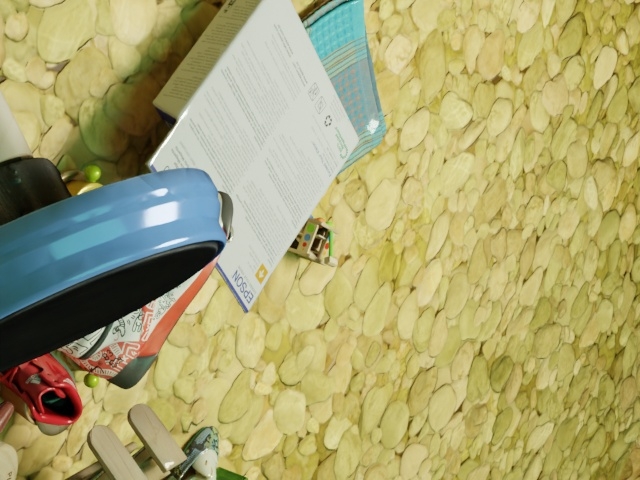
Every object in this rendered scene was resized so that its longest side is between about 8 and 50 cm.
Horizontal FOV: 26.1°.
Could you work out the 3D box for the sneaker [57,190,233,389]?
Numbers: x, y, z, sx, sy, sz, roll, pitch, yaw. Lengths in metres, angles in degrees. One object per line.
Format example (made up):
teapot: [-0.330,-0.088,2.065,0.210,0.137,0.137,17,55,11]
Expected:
sneaker: [-0.222,0.032,1.643,0.145,0.090,0.270,33,84,-27]

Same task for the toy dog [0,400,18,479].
toy dog: [-0.393,0.303,1.507,0.161,0.220,0.333,-39,162,-53]

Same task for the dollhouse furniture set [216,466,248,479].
dollhouse furniture set: [-0.135,0.420,2.101,0.076,0.059,0.151,-29,126,-44]

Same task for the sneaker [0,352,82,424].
sneaker: [-0.348,0.128,1.572,0.221,0.128,0.087,42,80,-26]

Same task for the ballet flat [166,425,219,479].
ballet flat: [-0.188,0.354,1.997,0.188,0.070,0.070,-55,141,-24]

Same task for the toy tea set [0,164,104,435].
toy tea set: [-0.269,0.083,1.717,0.200,0.124,0.336,13,93,-55]

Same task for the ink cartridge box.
ink cartridge box: [-0.098,-0.126,1.843,0.330,0.071,0.324,-56,142,-25]

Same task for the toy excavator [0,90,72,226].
toy excavator: [-0.464,-0.040,1.235,0.445,0.433,0.222,-25,82,-24]

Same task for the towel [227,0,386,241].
towel: [-0.037,-0.175,2.000,0.370,0.040,0.271,-41,133,-37]

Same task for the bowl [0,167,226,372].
bowl: [-0.271,0.049,1.383,0.391,0.391,0.077,-19,81,-49]

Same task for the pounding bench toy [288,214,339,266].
pounding bench toy: [0.000,0.000,2.085,0.052,0.083,0.065,28,82,-54]

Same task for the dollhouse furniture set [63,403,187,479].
dollhouse furniture set: [-0.332,0.290,1.677,0.212,0.161,0.242,-43,169,34]
